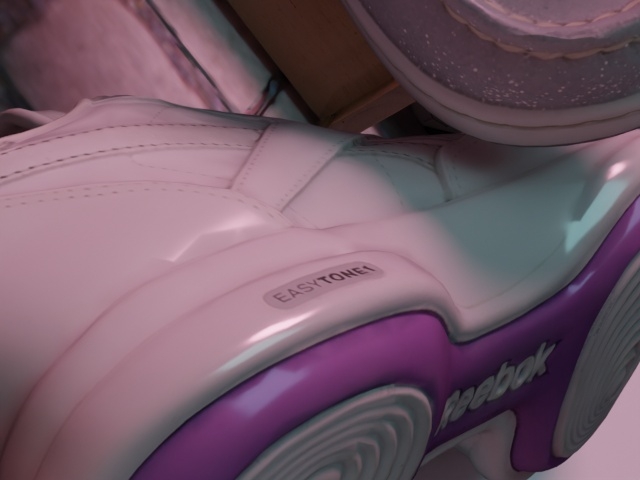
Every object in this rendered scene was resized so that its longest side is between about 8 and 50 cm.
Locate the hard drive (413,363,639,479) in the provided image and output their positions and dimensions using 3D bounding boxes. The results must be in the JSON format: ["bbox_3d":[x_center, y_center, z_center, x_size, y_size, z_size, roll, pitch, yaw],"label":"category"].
[{"bbox_3d":[0.076,0.148,0.560,0.307,0.040,0.203,-7,72,-57],"label":"hard drive"}]

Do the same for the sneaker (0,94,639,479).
[{"bbox_3d":[0.000,0.000,0.474,0.152,0.114,0.305,32,21,25],"label":"sneaker"}]

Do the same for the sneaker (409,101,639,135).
[{"bbox_3d":[0.155,-0.045,0.734,0.226,0.086,0.163,48,60,-19],"label":"sneaker"}]

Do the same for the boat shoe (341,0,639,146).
[{"bbox_3d":[0.029,-0.180,0.443,0.103,0.118,0.320,53,28,-74],"label":"boat shoe"}]

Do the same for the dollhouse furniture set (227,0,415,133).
[{"bbox_3d":[0.019,-0.155,0.605,0.182,0.161,0.101,52,33,-16],"label":"dollhouse furniture set"}]
